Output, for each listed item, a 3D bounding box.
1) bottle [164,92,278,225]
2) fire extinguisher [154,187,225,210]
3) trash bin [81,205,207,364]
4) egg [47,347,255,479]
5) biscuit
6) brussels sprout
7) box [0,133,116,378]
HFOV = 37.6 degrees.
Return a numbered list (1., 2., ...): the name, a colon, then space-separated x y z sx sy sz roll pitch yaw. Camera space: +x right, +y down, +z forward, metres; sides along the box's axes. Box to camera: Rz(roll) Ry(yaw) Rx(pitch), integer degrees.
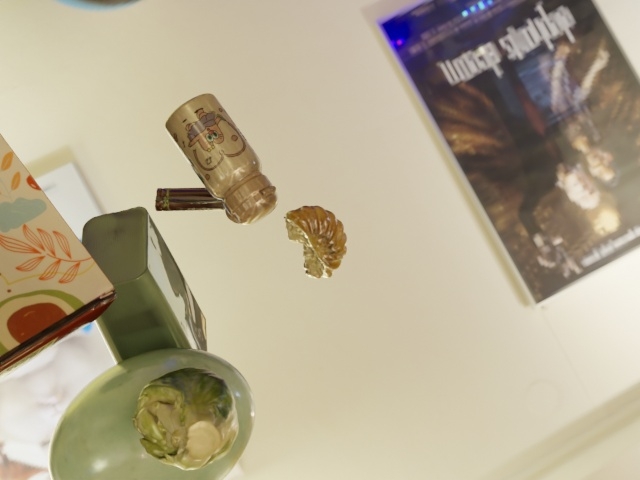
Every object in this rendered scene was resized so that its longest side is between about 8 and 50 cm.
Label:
1. bottle: -0.153 -0.118 1.473 0.097 0.209 0.110 -27 170 -44
2. fire extinguisher: -0.212 -0.073 1.660 0.158 0.043 0.064 -1 -176 0
3. trash bin: -0.338 0.127 1.829 0.158 0.223 0.344 -12 133 2
4. egg: -0.296 0.340 1.650 0.388 0.276 0.276 -25 177 8
5. biscuit: 0.000 0.000 1.965 0.118 0.183 0.061 -30 -148 -4
6. brussels sprout: -0.193 0.267 1.427 0.145 0.131 0.183 4 -165 -46
7. box: -0.514 0.017 1.183 0.344 0.385 0.122 -35 177 -42
